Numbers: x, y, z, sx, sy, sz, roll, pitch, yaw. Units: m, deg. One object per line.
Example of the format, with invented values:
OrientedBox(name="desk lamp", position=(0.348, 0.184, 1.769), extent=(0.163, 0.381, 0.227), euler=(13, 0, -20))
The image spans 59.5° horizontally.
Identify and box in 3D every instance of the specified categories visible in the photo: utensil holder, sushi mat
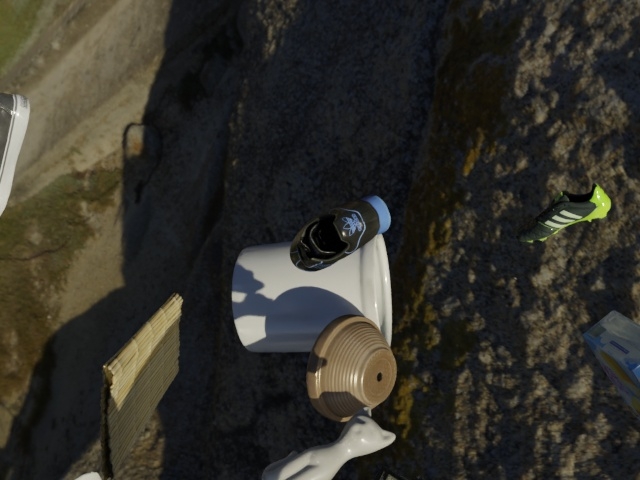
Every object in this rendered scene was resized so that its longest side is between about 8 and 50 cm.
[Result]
OrientedBox(name="utensil holder", position=(-0.013, 0.150, 1.552), extent=(0.384, 0.328, 0.328), euler=(-4, 68, 13))
OrientedBox(name="sushi mat", position=(-0.253, 0.193, 0.821), extent=(0.316, 0.019, 0.152), euler=(-87, 1, -79))

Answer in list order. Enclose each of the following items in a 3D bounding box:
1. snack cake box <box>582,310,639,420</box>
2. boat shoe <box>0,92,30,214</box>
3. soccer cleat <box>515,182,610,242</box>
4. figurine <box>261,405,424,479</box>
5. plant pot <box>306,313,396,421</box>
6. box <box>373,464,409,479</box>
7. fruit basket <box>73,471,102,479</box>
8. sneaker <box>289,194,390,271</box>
OrientedBox(name="snack cake box", position=(0.656, 0.283, 1.117), extent=(0.089, 0.264, 0.152), euler=(-38, 19, 1))
OrientedBox(name="boat shoe", position=(-0.513, -0.126, 0.858), extent=(0.229, 0.076, 0.080), euler=(-55, 50, 28))
OrientedBox(name="soccer cleat", position=(0.447, -0.052, 1.054), extent=(0.178, 0.072, 0.060), euler=(-25, 21, 32))
OrientedBox(name="figurine", position=(0.047, 0.363, 0.804), extent=(0.209, 0.092, 0.215), euler=(-27, 53, -19))
OrientedBox(name="plant pot", position=(0.089, 0.288, 1.229), extent=(0.109, 0.237, 0.238), euler=(7, 78, 46))
OrientedBox(name="box", position=(0.125, 0.489, 0.905), extent=(0.147, 0.077, 0.180), euler=(16, 69, 48))
OrientedBox(name="fruit basket", position=(-0.285, 0.359, 0.424), extent=(0.165, 0.326, 0.353), euler=(40, 143, 32))
OrientedBox(name="sneaker", position=(0.000, 0.000, 0.816), extent=(0.232, 0.090, 0.082), euler=(-34, 81, 54))
